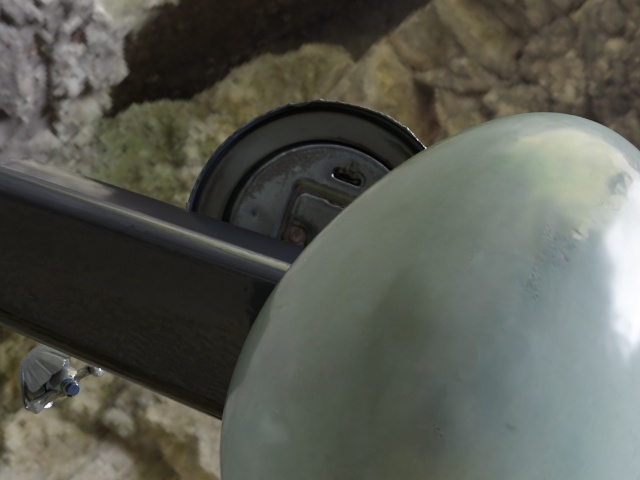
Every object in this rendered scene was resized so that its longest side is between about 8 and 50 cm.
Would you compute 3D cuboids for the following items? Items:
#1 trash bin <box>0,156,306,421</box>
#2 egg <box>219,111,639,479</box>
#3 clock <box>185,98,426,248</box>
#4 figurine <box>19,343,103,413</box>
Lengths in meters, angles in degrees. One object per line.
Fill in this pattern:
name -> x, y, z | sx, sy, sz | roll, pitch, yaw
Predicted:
trash bin -> -0.120, 0.030, 0.750 | 0.165, 0.225, 0.115 | -119, -130, -82
egg -> 0.064, 0.059, 0.490 | 0.264, 0.182, 0.183 | -56, 177, -15
clock -> 0.000, 0.001, 1.230 | 0.312, 0.312, 0.061 | -46, -176, -5
figurine -> -0.305, 0.158, 1.268 | 0.086, 0.082, 0.094 | -5, -143, 38
